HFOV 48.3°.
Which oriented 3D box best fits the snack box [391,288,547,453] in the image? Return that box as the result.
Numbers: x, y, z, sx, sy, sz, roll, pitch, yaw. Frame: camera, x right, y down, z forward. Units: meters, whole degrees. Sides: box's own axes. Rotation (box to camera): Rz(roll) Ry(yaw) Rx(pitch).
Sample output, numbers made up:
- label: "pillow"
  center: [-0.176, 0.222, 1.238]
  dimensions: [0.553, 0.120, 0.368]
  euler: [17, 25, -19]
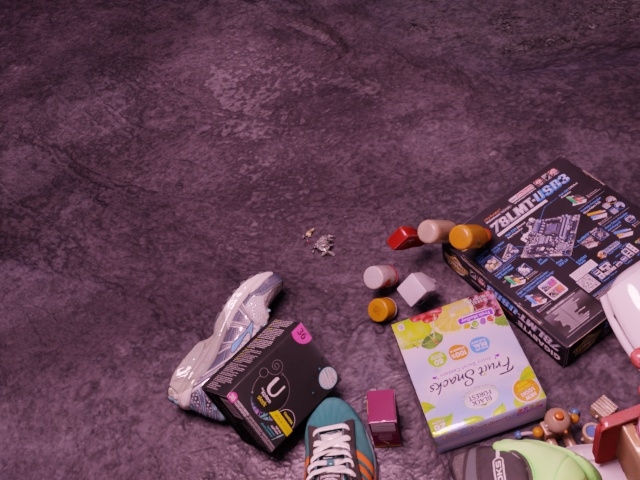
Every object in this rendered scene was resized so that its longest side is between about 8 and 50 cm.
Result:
- label: "snack box"
  center: [0.224, 0.197, 1.099]
  dimensions: [0.174, 0.070, 0.207]
  euler: [-21, 50, 2]

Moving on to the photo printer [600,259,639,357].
- label: "photo printer"
  center: [0.584, 0.105, 1.036]
  dimensions: [0.307, 0.107, 0.256]
  euler: [-29, 71, -12]

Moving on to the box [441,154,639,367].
- label: "box"
  center: [0.410, 0.021, 1.210]
  dimensions: [0.295, 0.073, 0.293]
  euler: [-34, 50, -15]

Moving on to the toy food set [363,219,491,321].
- label: "toy food set"
  center: [0.171, 0.038, 1.205]
  dimensions: [0.232, 0.104, 0.111]
  euler: [-50, 64, 25]

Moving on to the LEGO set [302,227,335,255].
- label: "LEGO set"
  center: [-0.003, 0.001, 1.355]
  dimensions: [0.083, 0.023, 0.054]
  euler: [21, 58, 28]

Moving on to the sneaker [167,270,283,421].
- label: "sneaker"
  center: [-0.128, 0.179, 1.201]
  dimensions: [0.122, 0.110, 0.283]
  euler: [28, 62, 11]

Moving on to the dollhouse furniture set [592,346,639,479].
- label: "dollhouse furniture set"
  center: [0.384, 0.201, 0.673]
  dimensions: [0.152, 0.374, 0.201]
  euler: [-19, 50, 1]

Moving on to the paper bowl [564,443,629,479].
- label: "paper bowl"
  center: [0.361, 0.384, 0.864]
  dimensions: [0.284, 0.148, 0.284]
  euler: [-6, 48, 7]

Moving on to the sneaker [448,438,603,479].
- label: "sneaker"
  center: [0.177, 0.449, 0.764]
  dimensions: [0.202, 0.185, 0.483]
  euler: [9, 82, 42]

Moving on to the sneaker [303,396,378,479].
- label: "sneaker"
  center: [0.027, 0.339, 0.995]
  dimensions: [0.108, 0.121, 0.302]
  euler: [-12, 47, 4]

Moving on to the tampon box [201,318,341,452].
- label: "tampon box"
  center: [-0.074, 0.218, 1.096]
  dimensions: [0.161, 0.120, 0.101]
  euler: [-43, 20, -25]

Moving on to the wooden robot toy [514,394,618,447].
- label: "wooden robot toy"
  center: [0.348, 0.268, 1.010]
  dimensions: [0.173, 0.079, 0.076]
  euler: [-21, 49, -4]

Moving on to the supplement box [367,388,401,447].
- label: "supplement box"
  center: [0.096, 0.267, 1.066]
  dimensions: [0.043, 0.083, 0.055]
  euler: [-6, 48, 8]
